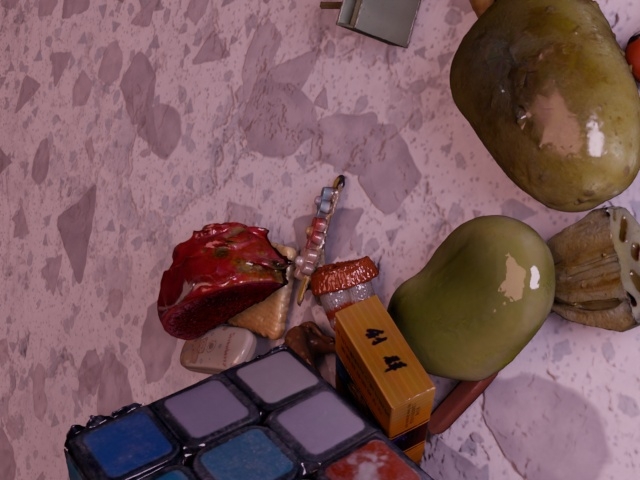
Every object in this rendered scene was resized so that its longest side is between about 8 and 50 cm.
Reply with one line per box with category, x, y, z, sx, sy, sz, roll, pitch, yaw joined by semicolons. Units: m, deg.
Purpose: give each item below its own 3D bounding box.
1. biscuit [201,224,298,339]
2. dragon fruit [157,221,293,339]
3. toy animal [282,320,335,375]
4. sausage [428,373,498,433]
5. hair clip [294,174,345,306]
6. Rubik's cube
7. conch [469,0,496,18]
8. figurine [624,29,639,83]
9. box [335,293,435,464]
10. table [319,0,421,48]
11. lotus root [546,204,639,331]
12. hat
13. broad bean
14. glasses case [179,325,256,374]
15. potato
biscuit;-0.136;0.068;1.499;0.249;0.030;0.160;12;94;44
dragon fruit;-0.177;0.059;1.422;0.261;0.189;0.163;-29;90;31
toy animal;-0.064;0.220;1.387;0.229;0.066;0.224;37;107;53
sausage;0.188;0.209;1.168;0.147;0.030;0.035;-55;51;24
hair clip;-0.007;-0.001;1.367;0.062;0.056;0.214;-158;77;-77
Rubik's cube;-0.087;0.406;1.119;0.358;0.362;0.363;32;133;42
conch;0.232;-0.409;1.161;0.158;0.127;0.255;-2;107;15
figurine;0.403;-0.236;0.993;0.075;0.068;0.140;46;122;34
box;0.079;0.200;1.159;0.152;0.070;0.237;57;164;32
table;0.086;-0.420;1.279;0.111;0.121;0.240;25;102;42
lotus root;0.324;0.039;1.028;0.144;0.070;0.143;-17;76;57
hat;0.047;0.110;1.295;0.112;0.093;0.163;-17;91;52
broad bean;0.184;0.079;1.088;0.263;0.121;0.189;-52;44;48
glasses case;-0.177;0.188;1.491;0.204;0.051;0.081;-9;51;51
potato;0.270;-0.167;1.021;0.210;0.173;0.308;-46;47;34
